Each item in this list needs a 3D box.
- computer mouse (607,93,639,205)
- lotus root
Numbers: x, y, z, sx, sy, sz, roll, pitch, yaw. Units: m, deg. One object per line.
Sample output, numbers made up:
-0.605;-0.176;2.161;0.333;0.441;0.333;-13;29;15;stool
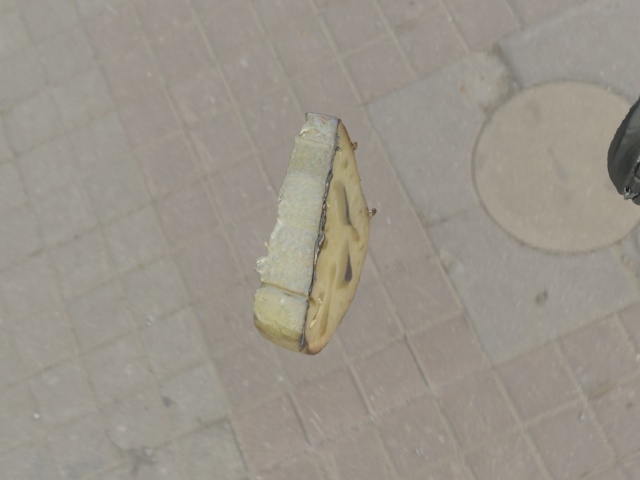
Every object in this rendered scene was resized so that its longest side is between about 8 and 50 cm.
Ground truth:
0.376;-0.114;1.185;0.099;0.057;0.172;32;112;17;computer mouse
0.000;0.000;1.236;0.074;0.170;0.260;13;87;26;lotus root
